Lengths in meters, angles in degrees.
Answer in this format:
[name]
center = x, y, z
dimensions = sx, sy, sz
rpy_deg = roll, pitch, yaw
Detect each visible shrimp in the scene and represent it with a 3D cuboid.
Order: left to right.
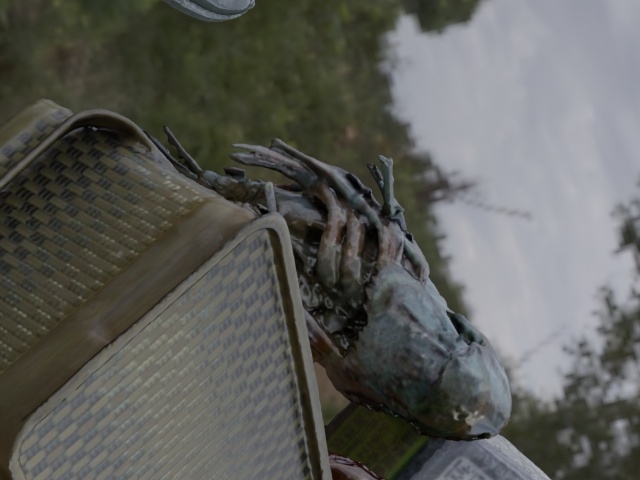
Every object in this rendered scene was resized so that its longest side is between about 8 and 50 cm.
[shrimp]
center = 0.002, 0.001, 1.250
dimensions = 0.372, 0.172, 0.137
rpy_deg = 40, 12, 15

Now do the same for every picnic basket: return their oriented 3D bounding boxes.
[picnic basket]
center = -0.103, 0.088, 0.777
dimensions = 0.139, 0.165, 0.266
rpy_deg = 27, -36, 32

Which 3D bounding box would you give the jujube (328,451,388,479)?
[jujube]
center = -0.095, 0.260, 0.987
dimensions = 0.276, 0.377, 0.276
rpy_deg = 171, -90, -85

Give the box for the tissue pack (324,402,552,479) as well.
[tissue pack]
center = 0.028, 0.315, 1.367
dimensions = 0.288, 0.394, 0.124
rpy_deg = 41, 3, -38

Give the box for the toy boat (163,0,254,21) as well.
[toy boat]
center = -0.149, -0.282, 1.415
dimensions = 0.319, 0.092, 0.141
rpy_deg = 44, 42, -42
